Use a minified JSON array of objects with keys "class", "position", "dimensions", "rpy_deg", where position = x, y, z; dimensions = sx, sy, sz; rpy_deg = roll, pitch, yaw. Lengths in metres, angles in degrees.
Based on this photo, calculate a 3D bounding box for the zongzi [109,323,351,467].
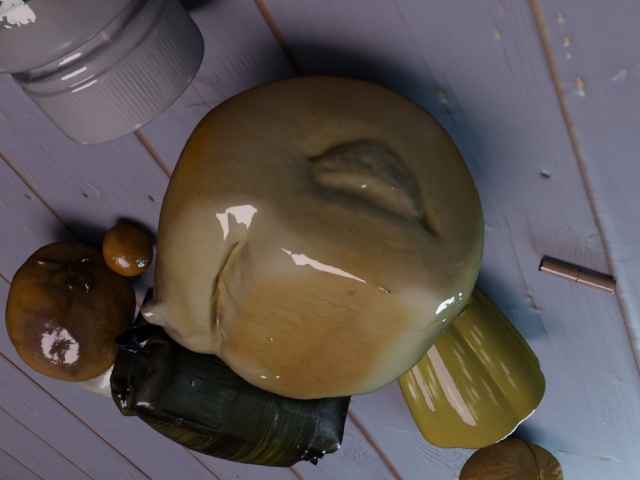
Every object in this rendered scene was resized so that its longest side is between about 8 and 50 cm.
[{"class":"zongzi","position":[-0.218,0.246,1.550],"dimensions":[0.403,0.207,0.432],"rpy_deg":[21,166,-33]}]

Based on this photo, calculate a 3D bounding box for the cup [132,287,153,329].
[{"class":"cup","position":[-0.280,0.137,1.564],"dimensions":[0.078,0.077,0.100],"rpy_deg":[31,147,-14]}]

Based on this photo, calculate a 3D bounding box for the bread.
[{"class":"bread","position":[0.000,0.000,1.029],"dimensions":[0.348,0.253,0.376],"rpy_deg":[19,149,-1]}]

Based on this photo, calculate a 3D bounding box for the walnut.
[{"class":"walnut","position":[0.321,0.417,1.553],"dimensions":[0.165,0.165,0.197],"rpy_deg":[23,156,-3]}]

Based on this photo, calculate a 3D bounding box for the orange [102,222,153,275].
[{"class":"orange","position":[-0.295,0.014,1.395],"dimensions":[0.085,0.085,0.085],"rpy_deg":[15,147,10]}]

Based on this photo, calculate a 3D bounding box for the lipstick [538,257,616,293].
[{"class":"lipstick","position":[0.317,0.044,1.127],"dimensions":[0.094,0.019,0.019],"rpy_deg":[18,148,6]}]

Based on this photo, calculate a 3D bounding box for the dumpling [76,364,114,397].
[{"class":"dumpling","position":[-0.405,0.223,1.722],"dimensions":[0.250,0.132,0.162],"rpy_deg":[7,157,49]}]

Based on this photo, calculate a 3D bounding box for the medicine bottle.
[{"class":"medicine bottle","position":[-0.268,-0.263,0.839],"dimensions":[0.208,0.208,0.339],"rpy_deg":[-2,141,33]}]

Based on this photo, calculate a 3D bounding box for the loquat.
[{"class":"loquat","position":[-0.400,0.114,1.466],"dimensions":[0.193,0.238,0.238],"rpy_deg":[15,147,6]}]

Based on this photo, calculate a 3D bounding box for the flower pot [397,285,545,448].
[{"class":"flower pot","position":[0.180,0.154,1.231],"dimensions":[0.195,0.195,0.179],"rpy_deg":[-10,125,40]}]
